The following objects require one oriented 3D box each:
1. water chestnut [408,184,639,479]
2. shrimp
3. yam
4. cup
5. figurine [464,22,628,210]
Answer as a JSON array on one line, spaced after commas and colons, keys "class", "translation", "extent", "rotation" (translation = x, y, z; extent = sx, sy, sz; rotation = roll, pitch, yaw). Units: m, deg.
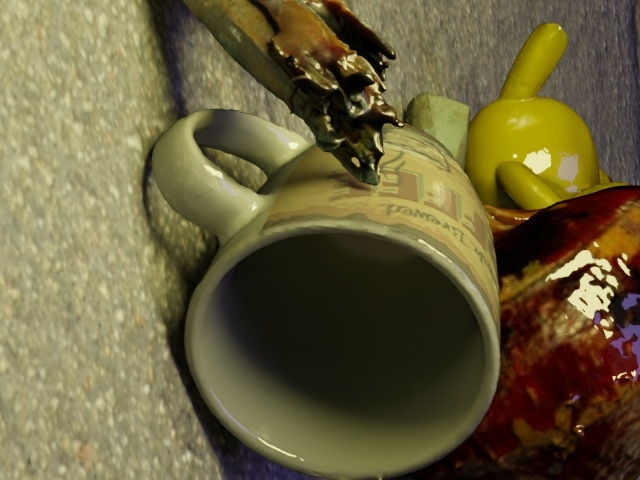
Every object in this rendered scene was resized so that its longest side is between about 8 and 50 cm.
[{"class": "water chestnut", "translation": [0.182, 0.075, 1.674], "extent": [0.302, 0.350, 0.350], "rotation": [57, 27, 0]}, {"class": "shrimp", "translation": [-0.015, -0.153, 1.444], "extent": [0.178, 0.289, 0.075], "rotation": [-6, 133, -56]}, {"class": "yam", "translation": [0.106, -0.061, 1.821], "extent": [0.068, 0.068, 0.169], "rotation": [53, 37, -47]}, {"class": "cup", "translation": [0.000, 0.000, 1.467], "extent": [0.301, 0.227, 0.257], "rotation": [40, 26, -15]}, {"class": "figurine", "translation": [0.230, -0.033, 1.961], "extent": [0.326, 0.169, 0.218], "rotation": [55, 31, -47]}]
